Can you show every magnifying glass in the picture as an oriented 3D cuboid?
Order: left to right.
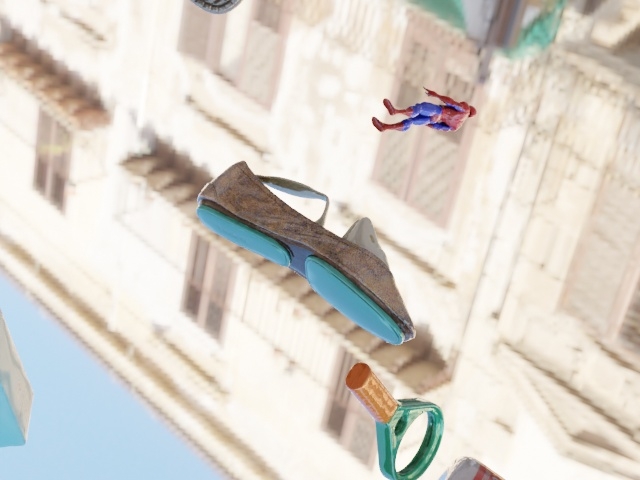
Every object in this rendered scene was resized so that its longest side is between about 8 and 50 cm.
[{"bbox_3d":[0.074,0.179,1.383,0.026,0.231,0.092,23,-107,33],"label":"magnifying glass"}]

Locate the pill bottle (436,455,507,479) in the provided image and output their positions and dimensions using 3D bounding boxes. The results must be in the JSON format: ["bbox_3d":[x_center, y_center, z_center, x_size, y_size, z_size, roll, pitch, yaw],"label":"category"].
[{"bbox_3d":[0.251,0.428,1.576,0.363,0.210,0.210,35,-145,5],"label":"pill bottle"}]

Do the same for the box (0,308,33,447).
[{"bbox_3d":[-0.320,0.082,1.161,0.101,0.244,0.060,-6,-134,3],"label":"box"}]

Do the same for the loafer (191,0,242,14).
[{"bbox_3d":[-0.184,-0.425,1.835,0.102,0.268,0.092,-29,-160,11],"label":"loafer"}]

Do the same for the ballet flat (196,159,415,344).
[{"bbox_3d":[0.000,0.000,1.647,0.316,0.107,0.106,33,-112,12],"label":"ballet flat"}]

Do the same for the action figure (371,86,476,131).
[{"bbox_3d":[0.100,-0.118,1.277,0.115,0.038,0.030,-3,-134,-36],"label":"action figure"}]
